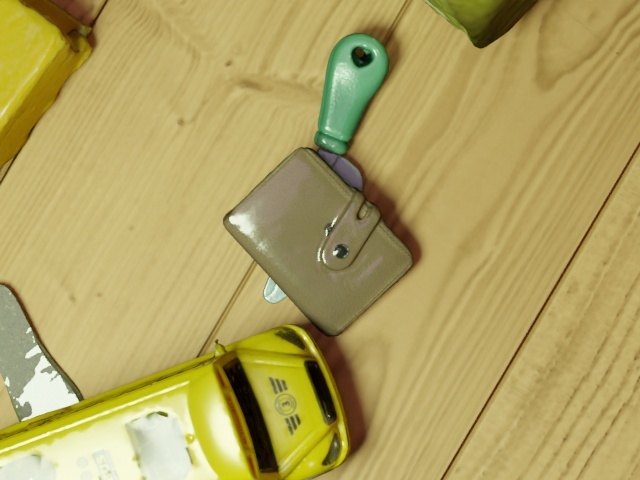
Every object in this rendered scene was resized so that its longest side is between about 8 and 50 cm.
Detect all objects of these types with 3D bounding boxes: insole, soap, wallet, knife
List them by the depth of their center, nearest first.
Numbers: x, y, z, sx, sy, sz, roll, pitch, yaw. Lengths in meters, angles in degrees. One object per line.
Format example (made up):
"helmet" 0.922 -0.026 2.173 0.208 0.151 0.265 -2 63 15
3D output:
"wallet" 0.000 0.000 1.796 0.118 0.039 0.153 -44 94 4
"knife" 0.010 -0.062 1.820 0.063 0.034 0.260 16 95 -2
"soap" -0.396 -0.203 1.847 0.324 0.096 0.204 36 92 9
"insole" -0.267 0.128 1.850 0.063 0.010 0.192 -31 84 6

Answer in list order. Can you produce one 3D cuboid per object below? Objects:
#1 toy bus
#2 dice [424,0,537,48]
"toy bus" -0.144 0.185 1.753 0.330 0.152 0.144 -21 85 4
"dice" 0.119 -0.324 1.715 0.238 0.233 0.227 40 91 8
